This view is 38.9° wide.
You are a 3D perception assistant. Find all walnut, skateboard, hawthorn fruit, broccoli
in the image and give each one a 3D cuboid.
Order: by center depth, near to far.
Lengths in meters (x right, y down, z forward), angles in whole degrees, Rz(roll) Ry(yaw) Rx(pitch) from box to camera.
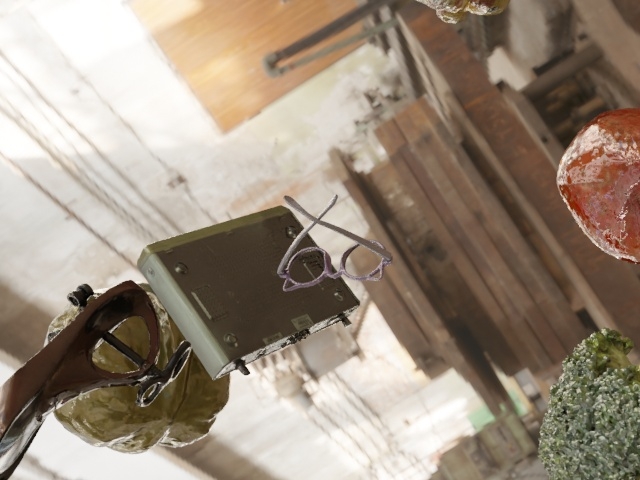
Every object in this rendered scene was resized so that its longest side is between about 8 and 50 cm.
[{"bbox_3d":[-0.142,0.082,0.522,0.080,0.151,0.067,33,142,13],"label":"skateboard"},{"bbox_3d":[0.230,-0.037,0.625,0.128,0.128,0.128,58,-176,-6],"label":"hawthorn fruit"},{"bbox_3d":[0.407,0.195,0.926,0.221,0.362,0.252,-83,-32,-69],"label":"broccoli"},{"bbox_3d":[-0.299,0.207,1.455,0.277,0.253,0.282,41,175,45],"label":"walnut"}]

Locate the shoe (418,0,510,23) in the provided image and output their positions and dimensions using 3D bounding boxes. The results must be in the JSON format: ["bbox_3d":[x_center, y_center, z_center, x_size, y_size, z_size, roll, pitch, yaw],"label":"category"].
[{"bbox_3d":[0.129,-0.237,0.829,0.109,0.069,0.072,-177,87,-66],"label":"shoe"}]

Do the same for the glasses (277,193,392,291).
[{"bbox_3d":[0.000,0.000,0.992,0.103,0.140,0.062,58,-146,-46],"label":"glasses"}]

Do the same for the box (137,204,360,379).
[{"bbox_3d":[-0.084,0.061,1.201,0.270,0.045,0.210,-17,-115,-46],"label":"box"}]
